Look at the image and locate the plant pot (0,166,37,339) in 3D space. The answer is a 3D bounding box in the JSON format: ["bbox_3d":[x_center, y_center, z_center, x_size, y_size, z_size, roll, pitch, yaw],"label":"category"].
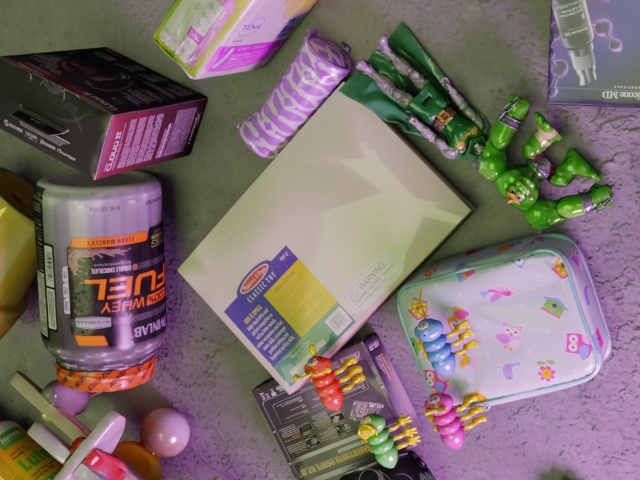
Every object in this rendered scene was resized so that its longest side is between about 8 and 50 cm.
[{"bbox_3d":[-0.582,0.010,1.844,0.254,0.254,0.239,44,100,10],"label":"plant pot"}]

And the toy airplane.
[{"bbox_3d":[-0.329,0.369,1.778,0.384,0.272,0.386,-2,124,53],"label":"toy airplane"}]

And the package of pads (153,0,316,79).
[{"bbox_3d":[-0.081,-0.365,1.507,0.101,0.229,0.296,46,116,9],"label":"package of pads"}]

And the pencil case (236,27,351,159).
[{"bbox_3d":[-0.041,-0.216,1.604,0.088,0.086,0.206,44,117,9],"label":"pencil case"}]

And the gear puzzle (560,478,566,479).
[{"bbox_3d":[0.422,0.508,1.578,0.175,0.044,0.339,-21,93,28],"label":"gear puzzle"}]

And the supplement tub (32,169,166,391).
[{"bbox_3d":[-0.358,0.062,1.755,0.207,0.207,0.338,6,106,24],"label":"supplement tub"}]

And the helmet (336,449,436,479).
[{"bbox_3d":[0.109,0.419,1.642,0.169,0.169,0.162,-27,73,28],"label":"helmet"}]

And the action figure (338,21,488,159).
[{"bbox_3d":[0.156,-0.191,1.524,0.232,0.063,0.137,42,92,5],"label":"action figure"}]

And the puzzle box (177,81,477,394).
[{"bbox_3d":[0.000,0.000,1.619,0.272,0.052,0.409,47,109,11],"label":"puzzle box"}]

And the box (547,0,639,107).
[{"bbox_3d":[0.380,-0.276,1.376,0.153,0.108,0.207,4,104,24],"label":"box"}]

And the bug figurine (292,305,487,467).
[{"bbox_3d":[0.106,0.218,1.527,0.279,0.072,0.216,-23,102,30],"label":"bug figurine"}]

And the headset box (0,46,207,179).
[{"bbox_3d":[-0.347,-0.201,1.638,0.218,0.293,0.110,27,112,17],"label":"headset box"}]

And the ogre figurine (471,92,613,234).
[{"bbox_3d":[0.298,-0.093,1.471,0.197,0.097,0.118,41,105,-20],"label":"ogre figurine"}]

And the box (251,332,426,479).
[{"bbox_3d":[0.027,0.273,1.705,0.231,0.056,0.183,-28,89,28],"label":"box"}]

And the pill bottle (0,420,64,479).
[{"bbox_3d":[-0.576,0.422,1.984,0.245,0.136,0.136,39,115,12],"label":"pill bottle"}]

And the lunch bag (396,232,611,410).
[{"bbox_3d":[0.259,0.123,1.528,0.279,0.108,0.224,-17,100,30],"label":"lunch bag"}]
